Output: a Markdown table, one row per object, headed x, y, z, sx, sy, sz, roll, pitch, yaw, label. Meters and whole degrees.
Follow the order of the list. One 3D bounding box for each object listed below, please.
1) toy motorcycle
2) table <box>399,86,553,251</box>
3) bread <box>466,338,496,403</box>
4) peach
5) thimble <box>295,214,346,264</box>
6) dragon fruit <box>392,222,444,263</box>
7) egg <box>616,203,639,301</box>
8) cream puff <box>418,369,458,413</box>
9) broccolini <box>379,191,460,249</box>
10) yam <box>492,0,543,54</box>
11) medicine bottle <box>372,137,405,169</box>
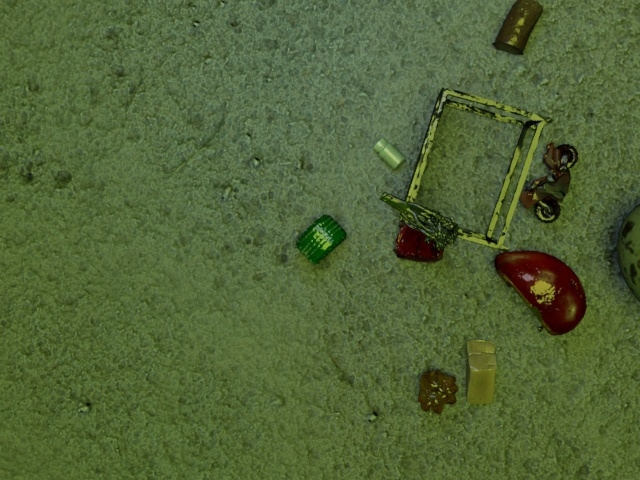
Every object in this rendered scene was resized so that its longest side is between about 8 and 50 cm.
| x | y | z | sx | sy | sz | roll | pitch | yaw | label |
| --- | --- | --- | --- | --- | --- | --- | --- | --- | --- |
| 0.587 | -0.156 | 1.691 | 0.118 | 0.084 | 0.212 | 18 | 90 | 5 | toy motorcycle |
| 0.379 | -0.174 | 1.640 | 0.272 | 0.222 | 0.334 | 18 | 98 | 5 | table |
| 0.437 | 0.362 | 1.788 | 0.077 | 0.105 | 0.152 | 1 | 128 | 5 | bread |
| 0.581 | 0.114 | 1.689 | 0.154 | 0.159 | 0.267 | -38 | 89 | 2 | peach |
| 0.000 | 0.000 | 1.749 | 0.130 | 0.118 | 0.090 | -42 | 86 | -10 | thimble |
| 0.280 | 0.010 | 1.740 | 0.147 | 0.096 | 0.102 | 12 | 92 | 39 | dragon fruit |
| 0.888 | 0.060 | 1.580 | 0.288 | 0.287 | 0.379 | -25 | 101 | 8 | egg |
| 0.316 | 0.411 | 1.770 | 0.122 | 0.094 | 0.116 | -38 | 89 | 12 | cream puff |
| 0.237 | -0.060 | 1.535 | 0.203 | 0.068 | 0.091 | 40 | 128 | 11 | broccolini |
| 0.504 | -0.543 | 1.662 | 0.084 | 0.084 | 0.127 | 26 | 94 | 3 | yam |
| 0.183 | -0.232 | 1.740 | 0.083 | 0.047 | 0.047 | 44 | 98 | 1 | medicine bottle |
